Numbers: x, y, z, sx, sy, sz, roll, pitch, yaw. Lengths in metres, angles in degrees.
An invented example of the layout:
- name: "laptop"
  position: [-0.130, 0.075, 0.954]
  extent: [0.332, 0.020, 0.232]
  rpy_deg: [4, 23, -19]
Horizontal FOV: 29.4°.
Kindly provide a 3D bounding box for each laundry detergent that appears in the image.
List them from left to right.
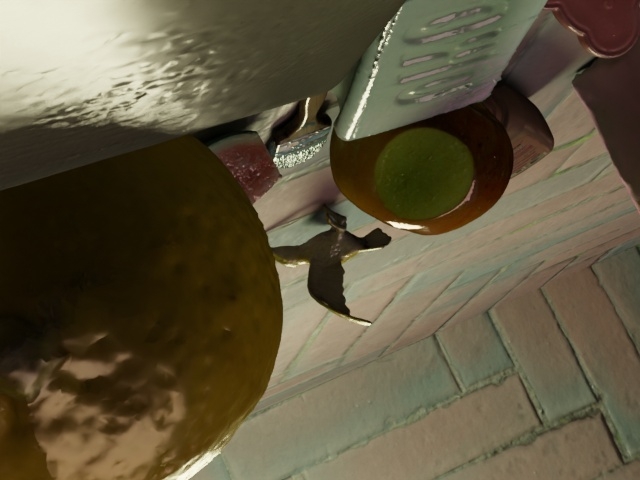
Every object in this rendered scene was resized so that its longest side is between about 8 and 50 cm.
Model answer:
- name: "laundry detergent"
  position: [0.165, -0.108, 1.388]
  extent: [0.171, 0.076, 0.237]
  rpy_deg: [-30, 166, 20]

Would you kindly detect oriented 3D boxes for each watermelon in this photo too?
- name: "watermelon"
  position: [-0.081, -0.064, 1.109]
  extent: [0.084, 0.072, 0.092]
  rpy_deg: [-46, 159, 8]

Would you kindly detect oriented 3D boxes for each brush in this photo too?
- name: "brush"
  position: [-0.015, -0.115, 1.146]
  extent: [0.070, 0.021, 0.196]
  rpy_deg: [-21, 164, -16]

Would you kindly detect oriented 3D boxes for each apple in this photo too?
- name: "apple"
  position: [0.089, -0.083, 1.140]
  extent: [0.147, 0.163, 0.146]
  rpy_deg: [-49, -165, 19]

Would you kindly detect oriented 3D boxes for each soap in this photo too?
- name: "soap"
  position: [0.087, -0.175, 0.932]
  extent: [0.150, 0.094, 0.261]
  rpy_deg: [-23, 167, -15]

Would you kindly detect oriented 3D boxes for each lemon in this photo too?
- name: "lemon"
  position: [-0.179, 0.049, 0.861]
  extent: [0.336, 0.336, 0.336]
  rpy_deg: [-24, 167, -6]

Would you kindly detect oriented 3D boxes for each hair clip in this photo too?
- name: "hair clip"
  position: [0.235, -0.229, 0.972]
  extent: [0.138, 0.123, 0.102]
  rpy_deg: [-34, -152, 32]

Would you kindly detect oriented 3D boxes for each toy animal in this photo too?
- name: "toy animal"
  position: [0.000, 0.000, 1.510]
  extent: [0.095, 0.155, 0.219]
  rpy_deg: [-61, -165, 26]

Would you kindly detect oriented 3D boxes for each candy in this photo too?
- name: "candy"
  position: [0.426, -0.120, 1.423]
  extent: [0.115, 0.265, 0.155]
  rpy_deg: [-6, 157, -46]

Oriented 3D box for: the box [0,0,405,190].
- name: "box"
  position: [-0.090, -0.161, 0.475]
  extent: [0.351, 0.177, 0.344]
  rpy_deg: [-20, 167, -26]
